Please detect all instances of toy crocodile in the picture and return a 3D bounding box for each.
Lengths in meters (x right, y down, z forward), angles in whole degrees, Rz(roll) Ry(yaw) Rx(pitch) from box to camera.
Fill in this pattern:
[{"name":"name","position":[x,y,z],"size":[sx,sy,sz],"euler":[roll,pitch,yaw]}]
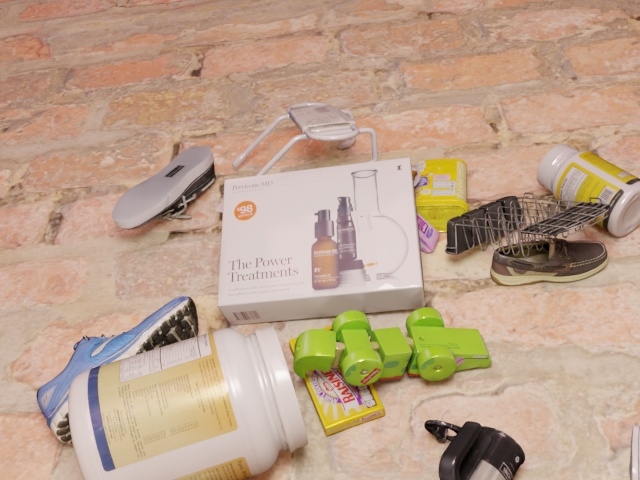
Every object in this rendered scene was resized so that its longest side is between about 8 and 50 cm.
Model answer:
[{"name":"toy crocodile","position":[0.122,0.189,1.237],"size":[0.340,0.105,0.115],"euler":[0,40,-15]}]

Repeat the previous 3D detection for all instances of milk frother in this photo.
[{"name":"milk frother","position":[0.201,0.338,1.087],"size":[0.135,0.129,0.143],"euler":[-46,10,-34]}]

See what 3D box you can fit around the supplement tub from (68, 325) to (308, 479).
[{"name":"supplement tub","position":[-0.195,0.267,1.124],"size":[0.316,0.228,0.228],"euler":[-16,42,-8]}]

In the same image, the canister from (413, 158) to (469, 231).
[{"name":"canister","position":[0.252,-0.099,1.561],"size":[0.126,0.073,0.170],"euler":[-1,41,12]}]

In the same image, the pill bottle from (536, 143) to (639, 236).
[{"name":"pill bottle","position":[0.547,-0.107,1.483],"size":[0.119,0.119,0.208],"euler":[-28,46,-20]}]

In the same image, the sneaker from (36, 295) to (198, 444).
[{"name":"sneaker","position":[-0.360,0.198,1.305],"size":[0.147,0.129,0.330],"euler":[31,56,33]}]

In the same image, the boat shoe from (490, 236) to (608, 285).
[{"name":"boat shoe","position":[0.432,0.031,1.383],"size":[0.224,0.073,0.080],"euler":[-9,44,3]}]

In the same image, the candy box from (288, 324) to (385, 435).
[{"name":"candy box","position":[0.024,0.234,1.270],"size":[0.105,0.027,0.206],"euler":[-19,43,-9]}]

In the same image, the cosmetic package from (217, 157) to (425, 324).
[{"name":"cosmetic package","position":[0.000,0.000,1.411],"size":[0.377,0.097,0.284],"euler":[-6,58,8]}]

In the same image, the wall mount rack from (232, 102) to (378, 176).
[{"name":"wall mount rack","position":[-0.044,-0.215,1.658],"size":[0.304,0.130,0.350],"euler":[-8,23,-9]}]

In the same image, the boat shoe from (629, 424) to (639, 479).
[{"name":"boat shoe","position":[0.478,0.319,1.090],"size":[0.035,0.035,0.100],"euler":[7,38,21]}]

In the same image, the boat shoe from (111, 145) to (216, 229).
[{"name":"boat shoe","position":[-0.338,-0.096,1.644],"size":[0.113,0.105,0.306],"euler":[8,38,24]}]

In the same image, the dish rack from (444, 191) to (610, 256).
[{"name":"dish rack","position":[0.383,-0.027,1.358],"size":[0.208,0.074,0.271],"euler":[-22,18,-32]}]

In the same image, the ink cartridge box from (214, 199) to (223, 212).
[{"name":"ink cartridge box","position":[-0.123,-0.055,1.588],"size":[0.181,0.061,0.104],"euler":[14,45,23]}]

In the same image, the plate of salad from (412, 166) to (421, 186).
[{"name":"plate of salad","position":[0.114,-0.124,1.567],"size":[0.200,0.048,0.200],"euler":[-15,26,8]}]

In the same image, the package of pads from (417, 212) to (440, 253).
[{"name":"package of pads","position":[0.200,-0.019,1.482],"size":[0.032,0.083,0.050],"euler":[-35,18,45]}]
